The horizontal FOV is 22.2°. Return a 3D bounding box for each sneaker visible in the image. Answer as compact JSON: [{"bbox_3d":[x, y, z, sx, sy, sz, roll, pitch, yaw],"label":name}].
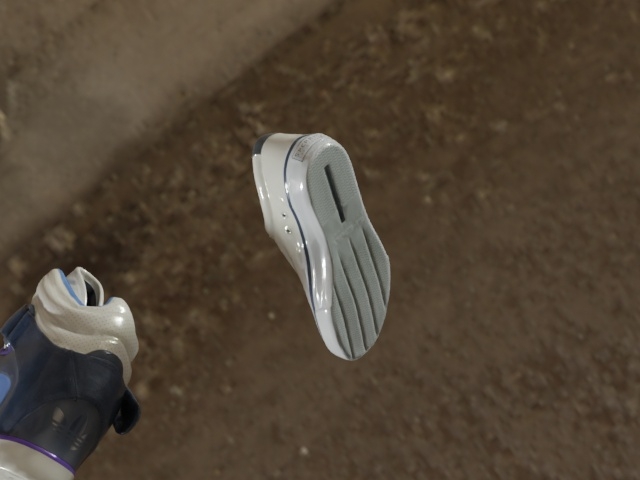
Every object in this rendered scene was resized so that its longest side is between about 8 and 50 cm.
[{"bbox_3d":[-0.302,0.141,1.674,0.322,0.130,0.236,-4,54,53],"label":"sneaker"},{"bbox_3d":[0.000,0.000,1.580,0.091,0.258,0.094,21,46,41],"label":"sneaker"}]
